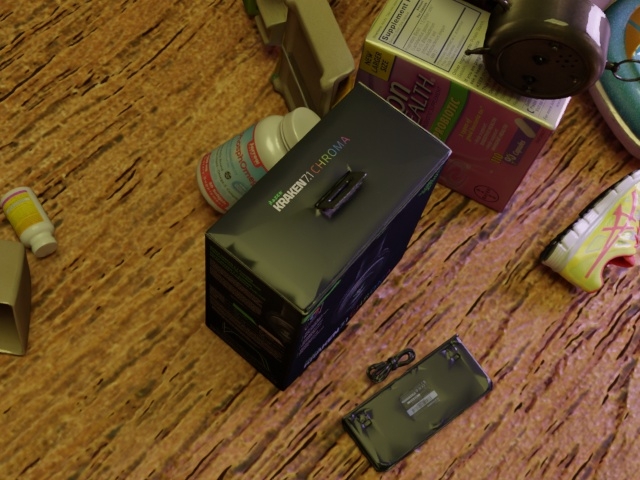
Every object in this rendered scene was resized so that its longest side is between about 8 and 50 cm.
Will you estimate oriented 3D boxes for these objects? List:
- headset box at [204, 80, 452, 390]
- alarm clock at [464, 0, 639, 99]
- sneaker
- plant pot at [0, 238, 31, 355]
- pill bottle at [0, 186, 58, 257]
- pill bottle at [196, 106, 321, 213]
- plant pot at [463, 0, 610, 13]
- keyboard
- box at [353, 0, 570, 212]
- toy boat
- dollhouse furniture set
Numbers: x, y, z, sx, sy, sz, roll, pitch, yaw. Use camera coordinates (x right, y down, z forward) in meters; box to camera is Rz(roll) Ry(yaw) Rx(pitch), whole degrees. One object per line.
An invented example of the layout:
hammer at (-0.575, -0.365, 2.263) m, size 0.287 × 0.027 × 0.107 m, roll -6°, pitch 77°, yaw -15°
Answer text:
headset box at (0.000, 0.000, 0.995) m, size 0.131 × 0.283 × 0.246 m, roll 38°, pitch 65°, yaw 11°
alarm clock at (0.258, -0.199, 0.967) m, size 0.192 × 0.129 × 0.064 m, roll 13°, pitch 65°, yaw -1°
sneaker at (0.378, -0.011, 1.169) m, size 0.208 × 0.081 × 0.094 m, roll -42°, pitch 83°, yaw -16°
plant pot at (-0.380, 0.055, 1.024) m, size 0.109 × 0.109 × 0.096 m, roll 9°, pitch 52°, yaw -2°
pill bottle at (-0.349, -0.021, 1.093) m, size 0.043 × 0.043 × 0.083 m, roll -29°, pitch 71°, yaw -19°
pill bottle at (-0.068, -0.097, 1.093) m, size 0.087 × 0.160 × 0.087 m, roll 29°, pitch 48°, yaw -39°
plant pot at (0.268, -0.388, 1.098) m, size 0.323 × 0.323 × 0.280 m, roll 28°, pitch 80°, yaw 6°
keyboard at (0.107, 0.180, 1.069) m, size 0.180 × 0.023 × 0.108 m, roll -33°, pitch 79°, yaw -21°
box at (0.169, -0.176, 1.137) m, size 0.243 × 0.213 × 0.117 m, roll 28°, pitch 65°, yaw 6°
toy boat at (0.524, -0.253, 1.255) m, size 0.318 × 0.148 × 0.267 m, roll -15°, pitch 67°, yaw -14°
dollhouse furniture set at (0.016, -0.273, 1.174) m, size 0.151 × 0.197 × 0.302 m, roll -14°, pitch 66°, yaw -15°
